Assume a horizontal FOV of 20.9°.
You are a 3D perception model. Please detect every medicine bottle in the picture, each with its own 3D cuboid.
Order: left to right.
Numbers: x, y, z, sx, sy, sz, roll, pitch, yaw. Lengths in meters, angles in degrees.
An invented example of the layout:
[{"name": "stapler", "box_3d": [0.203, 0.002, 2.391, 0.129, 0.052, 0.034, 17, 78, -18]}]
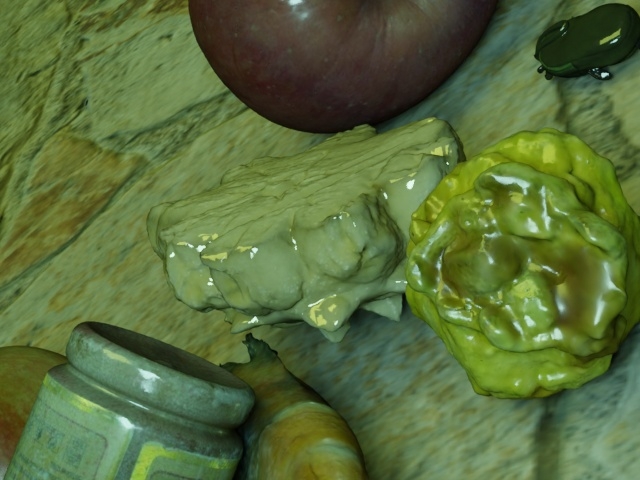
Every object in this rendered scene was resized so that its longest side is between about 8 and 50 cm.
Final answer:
[{"name": "medicine bottle", "box_3d": [-0.168, 0.229, 1.229, 0.151, 0.151, 0.322, 25, 93, 57]}]

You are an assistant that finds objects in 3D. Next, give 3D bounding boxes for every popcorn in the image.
[{"name": "popcorn", "box_3d": [0.145, 0.023, 1.235, 0.197, 0.197, 0.155, -25, 9, 31]}]

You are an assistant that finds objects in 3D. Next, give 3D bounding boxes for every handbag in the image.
[{"name": "handbag", "box_3d": [0.228, -0.167, 1.476, 0.111, 0.047, 0.072, -16, 48, 39]}]

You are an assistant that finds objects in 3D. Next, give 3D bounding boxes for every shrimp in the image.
[{"name": "shrimp", "box_3d": [-0.051, 0.218, 1.308, 0.445, 0.085, 0.272, -117, 46, -64]}]

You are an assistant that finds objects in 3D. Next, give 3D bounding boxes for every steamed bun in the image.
[{"name": "steamed bun", "box_3d": [0.000, 0.000, 1.449, 0.295, 0.137, 0.292, -16, 17, 20]}]

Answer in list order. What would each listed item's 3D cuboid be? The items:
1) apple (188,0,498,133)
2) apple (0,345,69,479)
[{"name": "apple", "box_3d": [0.020, -0.249, 1.603, 0.305, 0.306, 0.235, -51, 23, -7]}, {"name": "apple", "box_3d": [-0.252, 0.217, 1.416, 0.257, 0.234, 0.257, -32, 20, 13]}]
